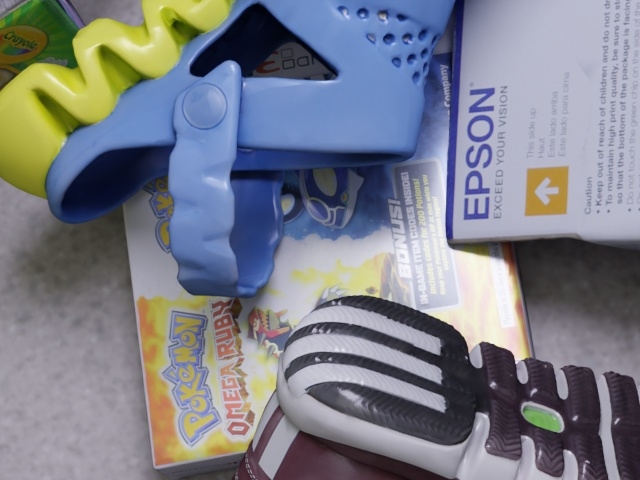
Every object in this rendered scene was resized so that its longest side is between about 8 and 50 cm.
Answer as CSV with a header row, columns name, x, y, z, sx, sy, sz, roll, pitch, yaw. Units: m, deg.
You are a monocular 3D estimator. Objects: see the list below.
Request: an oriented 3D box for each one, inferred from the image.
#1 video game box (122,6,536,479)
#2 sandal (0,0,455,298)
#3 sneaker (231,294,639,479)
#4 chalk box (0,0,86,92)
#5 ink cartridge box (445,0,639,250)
name,x,y,z,sx,sy,sz,roll,pitch,yaw
video game box,0.000,0.000,0.938,0.187,0.048,0.205,-11,75,8
sandal,0.005,-0.088,0.870,0.317,0.126,0.138,-40,75,13
sneaker,0.085,0.137,0.875,0.281,0.106,0.162,24,125,-12
chalk box,-0.195,-0.116,0.952,0.213,0.132,0.132,-33,73,-1
ink cartridge box,0.213,-0.157,0.843,0.330,0.071,0.324,-2,80,40
